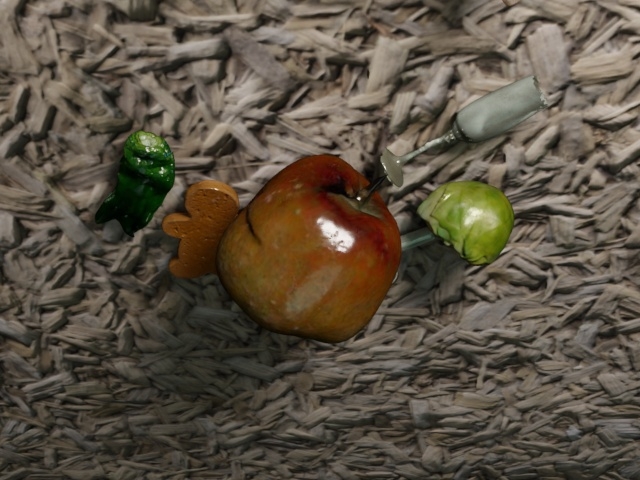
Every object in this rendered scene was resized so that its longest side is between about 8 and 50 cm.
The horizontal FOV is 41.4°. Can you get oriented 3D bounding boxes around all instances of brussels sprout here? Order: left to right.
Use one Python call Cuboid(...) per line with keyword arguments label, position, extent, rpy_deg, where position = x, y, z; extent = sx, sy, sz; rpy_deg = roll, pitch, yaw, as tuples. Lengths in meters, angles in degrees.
Cuboid(label="brussels sprout", position=(0.242, -0.037, 1.352), extent=(0.149, 0.151, 0.122), rpy_deg=(41, 96, -7))

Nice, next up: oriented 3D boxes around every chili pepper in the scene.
Cuboid(label="chili pepper", position=(-0.290, -0.077, 1.338), extent=(0.098, 0.061, 0.224), rpy_deg=(10, 136, -23))

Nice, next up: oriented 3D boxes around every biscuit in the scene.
Cuboid(label="biscuit", position=(-0.183, -0.018, 1.426), extent=(0.165, 0.036, 0.250), rpy_deg=(2, 142, -4))

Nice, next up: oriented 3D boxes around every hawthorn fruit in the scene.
Cuboid(label="hawthorn fruit", position=(0.000, 0.000, 1.291), extent=(0.268, 0.267, 0.301), rpy_deg=(30, 110, -30))

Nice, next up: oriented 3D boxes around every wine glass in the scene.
Cuboid(label="wine glass", position=(0.215, -0.164, 1.248), extent=(0.262, 0.074, 0.074), rpy_deg=(-26, 133, 24))

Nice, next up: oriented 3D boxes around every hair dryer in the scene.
Cuboid(label="hair dryer", position=(0.135, -0.007, 1.450), extent=(0.183, 0.044, 0.155), rpy_deg=(-32, 132, 23))

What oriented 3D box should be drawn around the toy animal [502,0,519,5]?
Cuboid(label="toy animal", position=(0.166, -0.396, 0.936), extent=(0.248, 0.149, 0.165), rpy_deg=(21, 150, -8))
